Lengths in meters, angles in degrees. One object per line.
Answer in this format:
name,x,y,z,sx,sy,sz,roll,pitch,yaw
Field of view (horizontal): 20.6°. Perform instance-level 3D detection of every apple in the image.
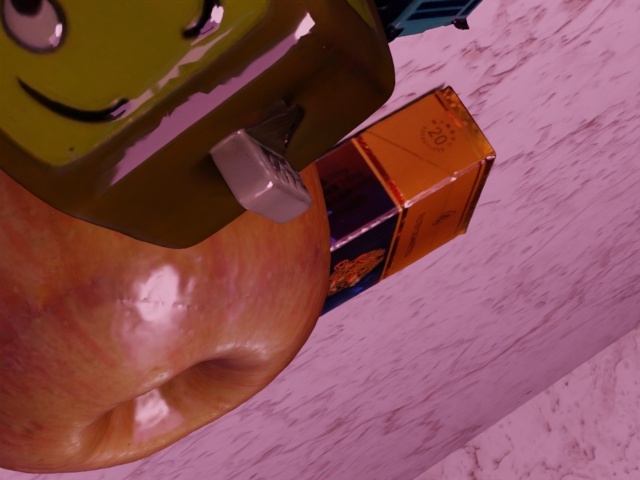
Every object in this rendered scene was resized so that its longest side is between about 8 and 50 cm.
apple,-0.102,-0.006,0.761,0.211,0.188,0.211,-29,161,-11

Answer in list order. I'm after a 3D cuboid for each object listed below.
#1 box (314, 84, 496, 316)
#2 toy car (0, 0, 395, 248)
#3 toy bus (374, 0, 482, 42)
box,0.000,0.001,1.227,0.237,0.070,0.152,-32,165,-14
toy car,-0.065,-0.092,0.544,0.204,0.198,0.248,-36,164,8
toy bus,0.073,-0.170,0.826,0.160,0.079,0.091,-46,162,32
